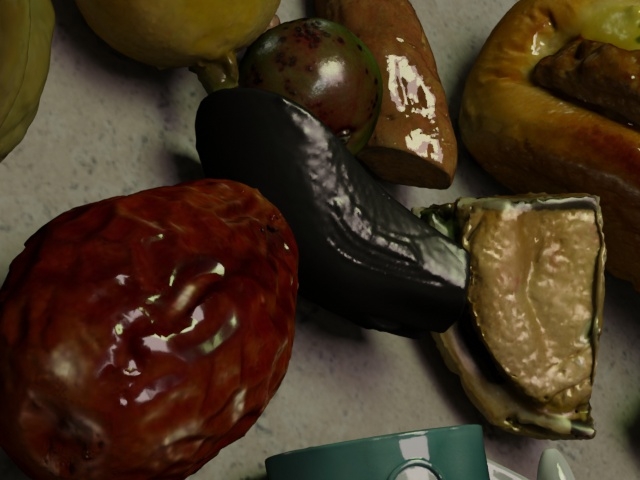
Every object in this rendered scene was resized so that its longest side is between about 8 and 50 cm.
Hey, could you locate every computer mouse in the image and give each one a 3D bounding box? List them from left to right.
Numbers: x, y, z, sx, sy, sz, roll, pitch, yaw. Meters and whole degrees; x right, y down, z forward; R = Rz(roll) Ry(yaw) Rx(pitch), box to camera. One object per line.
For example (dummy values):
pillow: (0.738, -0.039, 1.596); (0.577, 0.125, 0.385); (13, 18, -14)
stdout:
computer mouse: (0.000, 0.000, 1.392); (0.264, 0.147, 0.088); (37, 60, -18)

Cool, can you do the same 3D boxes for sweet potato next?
sweet potato: (0.046, -0.152, 1.543); (0.097, 0.097, 0.251); (-3, 68, -43)

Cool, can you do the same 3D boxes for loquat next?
loquat: (-0.104, -0.203, 1.391); (0.172, 0.149, 0.204); (-26, 99, -50)

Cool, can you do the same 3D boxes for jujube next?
jujube: (-0.111, 0.054, 1.227); (0.197, 0.197, 0.290); (54, 30, -8)

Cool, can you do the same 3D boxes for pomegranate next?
pomegranate: (-0.016, -0.114, 1.452); (0.130, 0.130, 0.130); (20, 57, -34)

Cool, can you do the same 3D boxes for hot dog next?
hot dog: (0.326, -0.064, 1.611); (0.405, 0.223, 0.185); (38, 65, -14)

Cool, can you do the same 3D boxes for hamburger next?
hamburger: (0.153, 0.063, 1.527); (0.155, 0.135, 0.207); (-7, 92, -8)

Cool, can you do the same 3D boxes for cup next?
cup: (0.050, 0.226, 1.313); (0.300, 0.167, 0.173); (-7, 81, -16)

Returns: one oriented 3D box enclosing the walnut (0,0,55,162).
walnut: (-0.298, -0.148, 1.116); (0.253, 0.282, 0.277); (-22, 91, -7)
